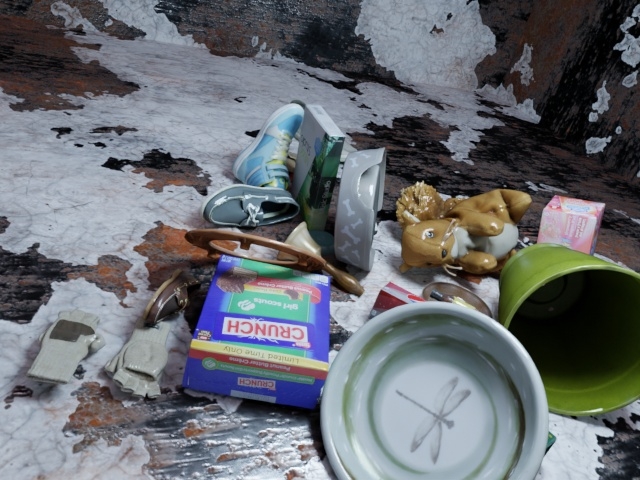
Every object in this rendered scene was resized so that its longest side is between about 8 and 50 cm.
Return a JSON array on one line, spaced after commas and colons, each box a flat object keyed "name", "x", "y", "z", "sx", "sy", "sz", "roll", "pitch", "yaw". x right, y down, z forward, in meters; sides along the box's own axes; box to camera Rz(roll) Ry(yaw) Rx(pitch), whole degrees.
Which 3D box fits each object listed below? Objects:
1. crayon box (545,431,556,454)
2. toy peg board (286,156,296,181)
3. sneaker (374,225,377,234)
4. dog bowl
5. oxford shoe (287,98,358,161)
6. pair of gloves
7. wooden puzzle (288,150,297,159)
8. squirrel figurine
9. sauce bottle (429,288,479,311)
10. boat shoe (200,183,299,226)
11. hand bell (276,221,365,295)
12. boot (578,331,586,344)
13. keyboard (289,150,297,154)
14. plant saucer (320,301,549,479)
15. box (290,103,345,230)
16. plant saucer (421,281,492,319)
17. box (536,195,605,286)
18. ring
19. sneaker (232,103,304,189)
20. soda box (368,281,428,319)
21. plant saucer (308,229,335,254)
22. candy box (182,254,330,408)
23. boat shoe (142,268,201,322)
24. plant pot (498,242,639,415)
[{"name": "crayon box", "x": 0.285, "y": 0.350, "z": 1.096, "sx": 0.203, "sy": 0.083, "sz": 0.323, "roll": -13, "pitch": 41, "yaw": -39}, {"name": "toy peg board", "x": -0.130, "y": -0.252, "z": 1.884, "sx": 0.161, "sy": 0.079, "sz": 0.161, "roll": 3, "pitch": 31, "yaw": -50}, {"name": "sneaker", "x": 0.153, "y": -0.078, "z": 1.729, "sx": 0.083, "sy": 0.071, "sz": 0.190, "roll": 6, "pitch": 33, "yaw": -27}, {"name": "dog bowl", "x": 0.113, "y": -0.089, "z": 1.485, "sx": 0.102, "sy": 0.348, "sz": 0.349, "roll": 7, "pitch": 30, "yaw": 10}, {"name": "oxford shoe", "x": -0.009, "y": -0.457, "z": 2.197, "sx": 0.169, "sy": 0.130, "sz": 0.449, "roll": -13, "pitch": 43, "yaw": -41}, {"name": "pair of gloves", "x": -0.417, "y": 0.215, "z": 1.028, "sx": 0.240, "sy": 0.042, "sz": 0.204, "roll": 11, "pitch": 26, "yaw": -18}, {"name": "wooden puzzle", "x": -0.098, "y": -0.304, "z": 1.920, "sx": 0.078, "sy": 0.014, "sz": 0.116, "roll": 20, "pitch": 20, "yaw": -33}, {"name": "squirrel figurine", "x": 0.377, "y": -0.019, "z": 1.613, "sx": 0.370, "sy": 0.281, "sz": 0.397, "roll": -12, "pitch": 26, "yaw": -22}, {"name": "sauce bottle", "x": 0.346, "y": 0.166, "z": 1.383, "sx": 0.128, "sy": 0.042, "sz": 0.042, "roll": 31, "pitch": 34, "yaw": 19}, {"name": "boat shoe", "x": -0.195, "y": -0.094, "z": 1.550, "sx": 0.319, "sy": 0.116, "sz": 0.099, "roll": -10, "pitch": 36, "yaw": -44}, {"name": "hand bell", "x": 0.016, "y": 0.069, "z": 1.427, "sx": 0.242, "sy": 0.126, "sz": 0.126, "roll": 36, "pitch": 34, "yaw": 7}, {"name": "boot", "x": 0.746, "y": 0.261, "z": 1.477, "sx": 0.086, "sy": 0.069, "sz": 0.190, "roll": 35, "pitch": 36, "yaw": 5}, {"name": "keyboard", "x": -0.059, "y": -0.277, "z": 1.995, "sx": 0.072, "sy": 0.014, "sz": 0.256, "roll": -10, "pitch": 40, "yaw": -36}, {"name": "plant saucer", "x": 0.200, "y": 0.313, "z": 0.973, "sx": 0.400, "sy": 0.100, "sz": 0.400, "roll": -10, "pitch": 58, "yaw": 17}, {"name": "box", "x": -0.017, "y": -0.223, "z": 1.635, "sx": 0.058, "sy": 0.322, "sz": 0.232, "roll": -2, "pitch": 35, "yaw": -20}, {"name": "plant saucer", "x": 0.362, "y": 0.186, "z": 1.435, "sx": 0.199, "sy": 0.036, "sz": 0.198, "roll": 12, "pitch": 31, "yaw": -7}, {"name": "box", "x": 0.715, "y": 0.038, "z": 1.558, "sx": 0.142, "sy": 0.300, "sz": 0.154, "roll": 15, "pitch": 28, "yaw": 31}, {"name": "ring", "x": -0.154, "y": 0.036, "z": 1.256, "sx": 0.337, "sy": 0.032, "sz": 0.336, "roll": 11, "pitch": -12, "yaw": 2}, {"name": "sneaker", "x": -0.129, "y": -0.269, "z": 1.711, "sx": 0.127, "sy": 0.319, "sz": 0.208, "roll": 19, "pitch": 27, "yaw": -51}, {"name": "soda box", "x": 0.256, "y": 0.203, "z": 1.293, "sx": 0.263, "sy": 0.092, "sz": 0.083, "roll": 27, "pitch": 18, "yaw": 17}, {"name": "plant saucer", "x": 0.000, "y": 0.000, "z": 1.577, "sx": 0.119, "sy": 0.021, "sz": 0.119, "roll": 12, "pitch": 31, "yaw": -7}, {"name": "candy box", "x": -0.121, "y": 0.183, "z": 1.136, "sx": 0.268, "sy": 0.122, "sz": 0.317, "roll": 12, "pitch": 32, "yaw": -5}, {"name": "boat shoe", "x": -0.319, "y": 0.124, "z": 1.170, "sx": 0.073, "sy": 0.073, "sz": 0.207, "roll": 30, "pitch": 22, "yaw": -4}, {"name": "plant pot", "x": 0.598, "y": 0.169, "z": 1.314, "sx": 0.366, "sy": 0.366, "sz": 0.353, "roll": 17, "pitch": 20, "yaw": 1}]
